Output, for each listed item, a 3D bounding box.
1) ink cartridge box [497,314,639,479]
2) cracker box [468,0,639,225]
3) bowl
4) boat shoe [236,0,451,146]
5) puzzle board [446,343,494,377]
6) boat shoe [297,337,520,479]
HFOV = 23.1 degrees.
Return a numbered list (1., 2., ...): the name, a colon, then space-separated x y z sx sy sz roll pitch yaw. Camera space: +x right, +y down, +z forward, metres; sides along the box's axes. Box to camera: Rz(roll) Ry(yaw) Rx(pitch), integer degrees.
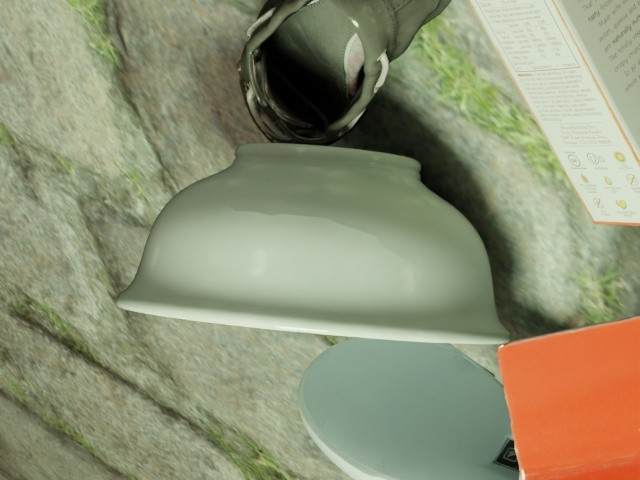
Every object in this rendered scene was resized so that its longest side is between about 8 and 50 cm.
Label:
1. ink cartridge box: 0.281 0.181 0.930 0.385 0.308 0.091 73 -172 -46
2. cracker box: 0.151 -0.143 0.782 0.067 0.156 0.232 5 133 55
3. bowl: 0.000 0.000 1.181 0.298 0.298 0.134 4 89 54
4. boat shoe: -0.007 -0.130 1.112 0.112 0.095 0.335 46 155 -1
5. puzzle board: 0.100 0.114 1.413 0.128 0.011 0.096 34 153 22
6. boat shoe: 0.149 0.190 1.182 0.367 0.136 0.156 16 144 32
